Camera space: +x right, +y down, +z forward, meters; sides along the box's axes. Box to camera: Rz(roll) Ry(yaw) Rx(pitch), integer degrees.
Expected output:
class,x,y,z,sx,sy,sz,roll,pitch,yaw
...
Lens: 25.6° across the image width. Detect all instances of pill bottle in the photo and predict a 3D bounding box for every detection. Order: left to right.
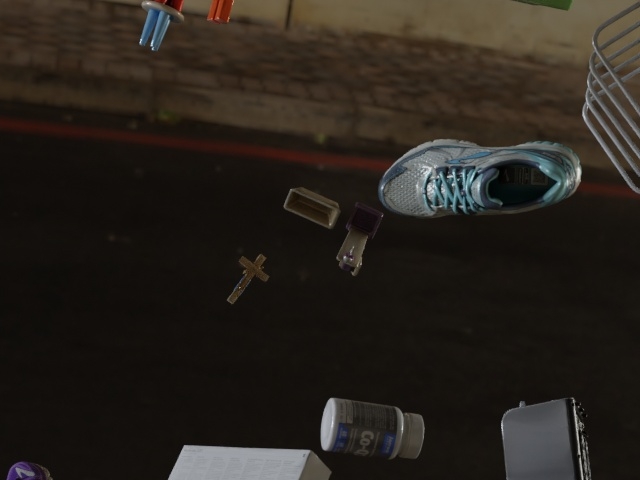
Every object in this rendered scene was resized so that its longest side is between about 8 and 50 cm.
class,x,y,z,sx,sy,sz,roll,pitch,yaw
pill bottle,0.075,0.274,2.029,0.137,0.078,0.078,9,16,-10

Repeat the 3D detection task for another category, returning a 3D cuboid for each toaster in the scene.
class,x,y,z,sx,sy,sz,roll,pitch,yaw
toaster,0.320,0.317,1.948,0.110,0.186,0.168,-8,-15,14

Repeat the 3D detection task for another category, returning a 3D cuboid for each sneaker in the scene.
class,x,y,z,sx,sy,sz,roll,pitch,yaw
sneaker,-0.382,0.322,1.761,0.071,0.068,0.170,49,9,-21
sneaker,0.211,-0.084,1.931,0.283,0.110,0.122,-7,11,15

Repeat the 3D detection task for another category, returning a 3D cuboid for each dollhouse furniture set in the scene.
class,x,y,z,sx,sy,sz,roll,pitch,yaw
dollhouse furniture set,0.000,0.000,1.668,0.114,0.091,0.081,24,39,1

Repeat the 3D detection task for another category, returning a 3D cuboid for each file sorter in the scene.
class,x,y,z,sx,sy,sz,roll,pitch,yaw
file sorter,0.477,-0.205,1.941,0.193,0.173,0.278,59,-2,18

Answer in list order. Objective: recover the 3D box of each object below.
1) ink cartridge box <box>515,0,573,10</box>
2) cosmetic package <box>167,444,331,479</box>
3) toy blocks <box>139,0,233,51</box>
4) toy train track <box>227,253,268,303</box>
class,x,y,z,sx,sy,sz,roll,pitch,yaw
ink cartridge box,0.167,-0.380,1.089,0.119,0.353,0.207,10,22,-12
cosmetic package,-0.106,0.339,1.927,0.239,0.099,0.060,-4,-40,40
toy blocks,-0.143,-0.284,1.629,0.123,0.148,0.054,17,-6,23
toy train track,-0.105,0.055,1.971,0.048,0.083,0.014,39,-22,-10
